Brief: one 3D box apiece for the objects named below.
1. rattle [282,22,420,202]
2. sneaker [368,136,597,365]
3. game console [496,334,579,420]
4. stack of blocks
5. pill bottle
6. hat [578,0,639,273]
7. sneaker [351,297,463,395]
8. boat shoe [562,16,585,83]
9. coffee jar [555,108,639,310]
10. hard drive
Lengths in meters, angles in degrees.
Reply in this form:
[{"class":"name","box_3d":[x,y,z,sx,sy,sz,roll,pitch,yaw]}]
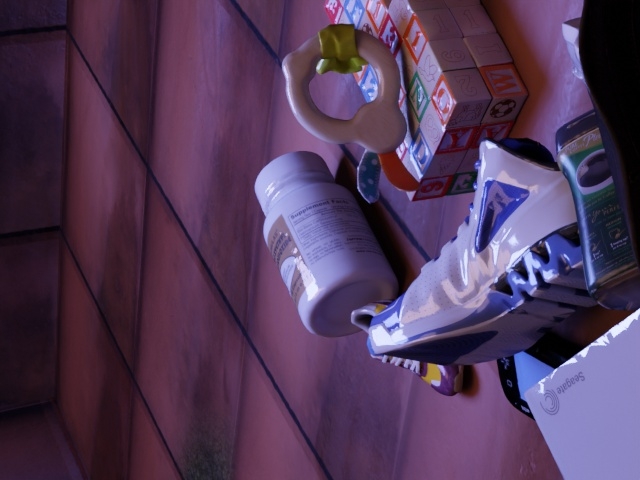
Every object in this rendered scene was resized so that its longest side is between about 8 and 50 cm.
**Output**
[{"class":"rattle","box_3d":[0.042,-0.136,1.841,0.199,0.130,0.143,54,168,-3]},{"class":"sneaker","box_3d":[0.187,0.001,1.675,0.315,0.127,0.182,-31,56,41]},{"class":"game console","box_3d":[0.272,0.183,1.673,0.361,0.044,0.213,-150,55,-63]},{"class":"stack of blocks","box_3d":[0.109,-0.215,1.854,0.171,0.087,0.297,112,143,-51]},{"class":"pill bottle","box_3d":[0.000,0.000,2.138,0.131,0.131,0.229,106,147,-46]},{"class":"hat","box_3d":[0.311,-0.115,1.326,0.134,0.331,0.331,-12,86,23]},{"class":"sneaker","box_3d":[0.103,0.133,2.002,0.185,0.084,0.069,-133,40,-54]},{"class":"boat shoe","box_3d":[0.256,-0.163,1.512,0.184,0.066,0.063,-119,13,-74]},{"class":"coffee jar","box_3d":[0.271,-0.036,1.492,0.096,0.079,0.184,-27,55,30]},{"class":"hard drive","box_3d":[0.324,0.248,1.475,0.233,0.047,0.353,-47,62,54]}]
